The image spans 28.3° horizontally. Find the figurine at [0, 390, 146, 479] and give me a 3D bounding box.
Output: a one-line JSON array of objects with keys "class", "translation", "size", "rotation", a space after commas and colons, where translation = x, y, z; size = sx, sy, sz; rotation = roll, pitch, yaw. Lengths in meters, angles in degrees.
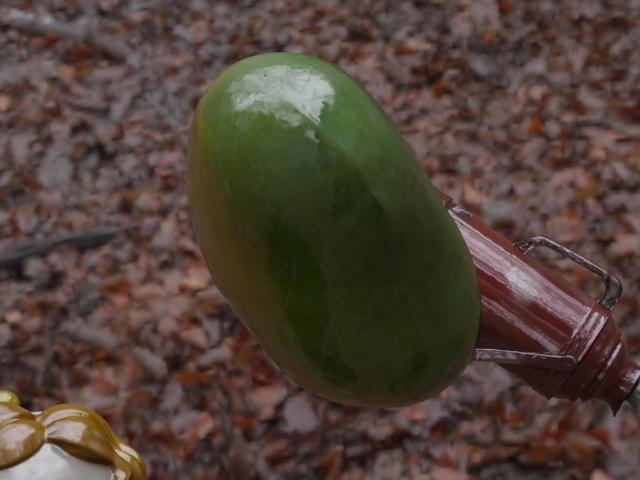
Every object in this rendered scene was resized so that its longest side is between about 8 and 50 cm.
[{"class": "figurine", "translation": [-0.083, 0.122, 0.433], "size": [0.101, 0.143, 0.068], "rotation": [-40, 3, -19]}]

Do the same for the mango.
[{"class": "mango", "translation": [0.000, 0.000, 0.632], "size": [0.114, 0.251, 0.156], "rotation": [-42, 56, -5]}]

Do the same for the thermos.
[{"class": "thermos", "translation": [0.162, 0.055, 1.014], "size": [0.232, 0.124, 0.099], "rotation": [33, 12, 9]}]
